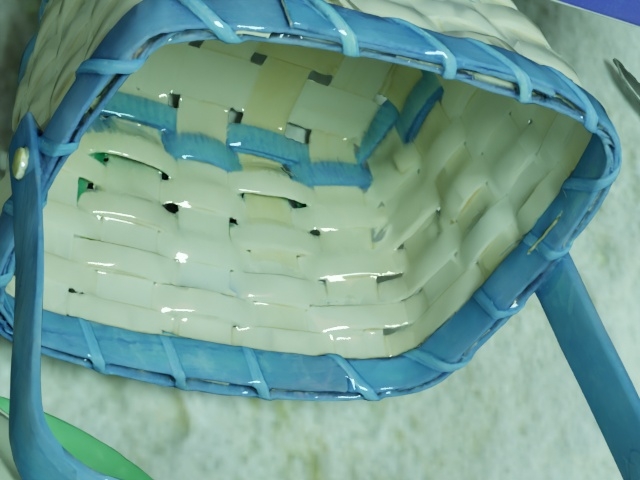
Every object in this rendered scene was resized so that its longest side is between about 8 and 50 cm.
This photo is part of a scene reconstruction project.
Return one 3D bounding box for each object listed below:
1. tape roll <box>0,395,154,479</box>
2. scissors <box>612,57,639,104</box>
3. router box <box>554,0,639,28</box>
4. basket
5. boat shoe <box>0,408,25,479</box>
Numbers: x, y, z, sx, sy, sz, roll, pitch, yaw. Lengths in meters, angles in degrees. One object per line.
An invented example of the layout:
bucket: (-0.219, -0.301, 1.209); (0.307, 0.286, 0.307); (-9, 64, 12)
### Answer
tape roll: (-0.164, 0.213, 0.646); (0.321, 0.077, 0.321); (8, 73, -28)
scissors: (0.259, 0.015, 0.967); (0.109, 0.021, 0.297); (-30, 91, -29)
router box: (0.041, -0.237, 0.791); (0.335, 0.082, 0.301); (12, 39, -26)
basket: (0.000, 0.000, 0.697); (0.254, 0.201, 0.289); (13, 37, -25)
boat shoe: (-0.165, 0.096, 0.515); (0.116, 0.319, 0.099); (39, 99, 17)
